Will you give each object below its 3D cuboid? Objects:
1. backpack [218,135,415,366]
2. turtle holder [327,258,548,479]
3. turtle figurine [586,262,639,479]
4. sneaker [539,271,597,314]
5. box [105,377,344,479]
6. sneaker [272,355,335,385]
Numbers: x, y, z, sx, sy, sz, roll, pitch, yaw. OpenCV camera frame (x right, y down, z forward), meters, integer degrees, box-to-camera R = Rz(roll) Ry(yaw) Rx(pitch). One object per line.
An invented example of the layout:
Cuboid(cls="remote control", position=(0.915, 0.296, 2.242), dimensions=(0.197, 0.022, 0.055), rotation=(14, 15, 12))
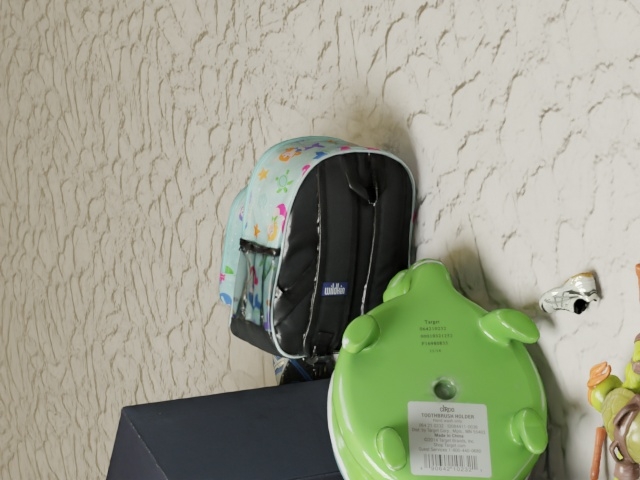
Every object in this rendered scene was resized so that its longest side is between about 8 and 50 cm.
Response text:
Cuboid(cls="backpack", position=(0.000, 0.000, 2.042), dimensions=(0.191, 0.225, 0.254), rotation=(25, 112, 48))
Cuboid(cls="turtle holder", position=(0.106, 0.179, 1.890), dimensions=(0.320, 0.243, 0.227), rotation=(56, 156, 25))
Cuboid(cls="turtle figurine", position=(0.330, 0.175, 1.670), dimensions=(0.217, 0.087, 0.270), rotation=(37, 125, 50))
Cuboid(cls="sneaker", position=(0.264, 0.065, 1.810), dimensions=(0.083, 0.032, 0.037), rotation=(-42, 60, 53))
Cuboid(cls="box", position=(-0.091, 0.358, 2.129), dimensions=(0.179, 0.343, 0.313), rotation=(50, 134, 43))
Cuboid(cls="sneaker", position=(-0.024, 0.155, 2.257), dimensions=(0.081, 0.080, 0.211), rotation=(-149, 58, -77))
